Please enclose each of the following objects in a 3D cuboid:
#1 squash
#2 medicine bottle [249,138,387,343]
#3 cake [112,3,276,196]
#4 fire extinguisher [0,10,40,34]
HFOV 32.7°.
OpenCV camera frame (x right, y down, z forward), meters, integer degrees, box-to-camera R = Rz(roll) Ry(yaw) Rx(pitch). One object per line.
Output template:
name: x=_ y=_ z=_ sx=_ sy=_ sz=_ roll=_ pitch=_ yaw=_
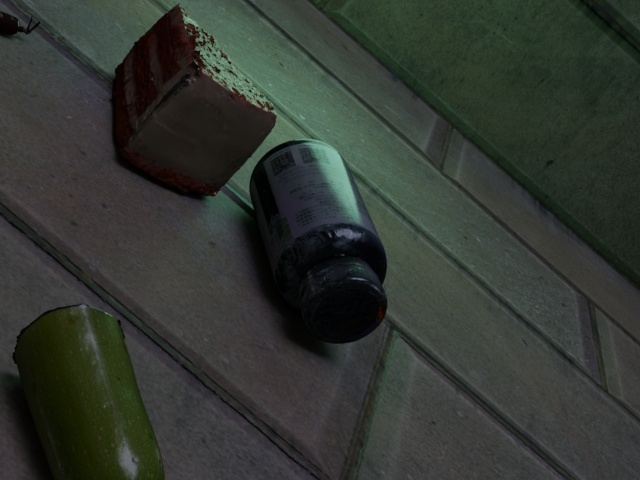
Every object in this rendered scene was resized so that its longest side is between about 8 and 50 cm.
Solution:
squash: x=-0.175 y=0.151 z=0.846 sx=0.095 sy=0.095 sz=0.188 roll=20 pitch=35 yaw=-45
medicine bottle: x=0.000 y=0.000 z=1.377 sx=0.141 sy=0.141 sz=0.293 roll=29 pitch=23 yaw=-31
cake: x=-0.165 y=-0.185 z=1.431 sx=0.160 sy=0.158 sz=0.262 roll=36 pitch=20 yaw=-29
fire extinguisher: x=-0.408 y=-0.280 z=1.373 sx=0.046 sy=0.032 sz=0.100 roll=14 pitch=-1 yaw=40
